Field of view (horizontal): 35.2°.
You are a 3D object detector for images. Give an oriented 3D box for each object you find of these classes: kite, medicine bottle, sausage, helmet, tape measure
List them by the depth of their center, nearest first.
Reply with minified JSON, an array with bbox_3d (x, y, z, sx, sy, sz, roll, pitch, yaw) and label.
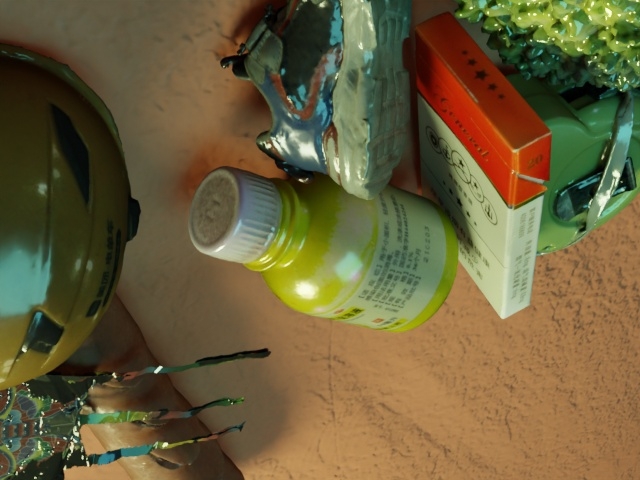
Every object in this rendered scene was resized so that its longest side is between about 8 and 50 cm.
[{"bbox_3d":[-0.210,-0.002,0.621,0.198,0.130,0.224,11,106,-20],"label":"helmet"},{"bbox_3d":[-0.176,0.136,0.768,0.286,0.015,0.152,-7,133,-24],"label":"kite"},{"bbox_3d":[0.000,0.000,0.802,0.213,0.122,0.121,16,117,-40],"label":"medicine bottle"},{"bbox_3d":[-0.150,0.157,0.873,0.088,0.088,0.433,-30,136,-7],"label":"sausage"},{"bbox_3d":[0.220,-0.072,0.893,0.175,0.106,0.200,-27,138,-5],"label":"tape measure"}]

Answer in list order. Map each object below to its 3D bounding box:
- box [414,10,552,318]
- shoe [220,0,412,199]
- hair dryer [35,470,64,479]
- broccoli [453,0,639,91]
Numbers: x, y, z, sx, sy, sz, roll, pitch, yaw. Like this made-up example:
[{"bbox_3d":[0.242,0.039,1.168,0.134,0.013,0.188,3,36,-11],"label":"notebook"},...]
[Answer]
[{"bbox_3d":[0.123,-0.049,0.793,0.035,0.139,0.245,-26,147,-10],"label":"box"},{"bbox_3d":[-0.005,-0.143,0.714,0.099,0.126,0.227,-33,124,-59],"label":"shoe"},{"bbox_3d":[-0.292,0.163,0.812,0.114,0.070,0.248,-37,146,-2],"label":"hair dryer"},{"bbox_3d":[0.237,-0.259,0.640,0.302,0.249,0.375,22,118,-46],"label":"broccoli"}]
